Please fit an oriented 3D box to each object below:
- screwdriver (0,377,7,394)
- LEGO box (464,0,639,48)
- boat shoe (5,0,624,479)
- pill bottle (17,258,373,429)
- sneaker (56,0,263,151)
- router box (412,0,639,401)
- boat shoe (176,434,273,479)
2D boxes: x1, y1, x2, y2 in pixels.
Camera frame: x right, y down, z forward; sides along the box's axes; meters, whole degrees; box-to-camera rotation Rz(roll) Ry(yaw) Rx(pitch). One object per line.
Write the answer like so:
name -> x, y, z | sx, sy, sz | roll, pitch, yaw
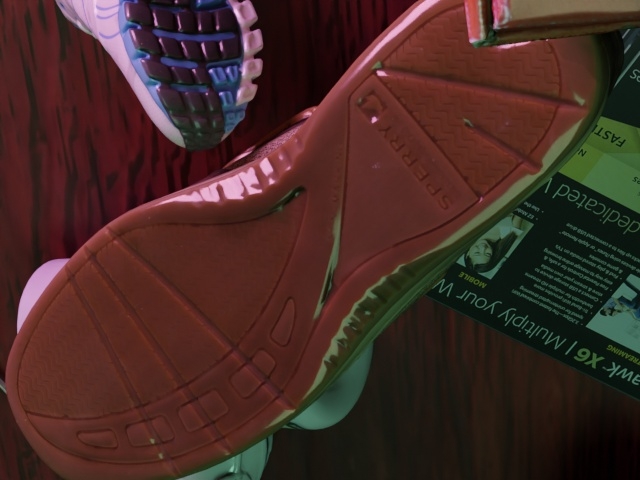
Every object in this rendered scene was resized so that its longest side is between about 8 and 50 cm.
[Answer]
screwdriver -> -0.205, 0.083, 1.044 | 0.025, 0.024, 0.170 | -36, 121, -6
LEGO box -> 0.216, -0.330, 0.522 | 0.372, 0.193, 0.500 | -2, 109, 8
boat shoe -> 0.000, 0.000, 0.801 | 0.342, 0.123, 0.123 | -41, 81, 21
pill bottle -> -0.071, 0.048, 0.938 | 0.184, 0.103, 0.103 | 1, 128, 28
sneaker -> -0.089, -0.114, 0.814 | 0.071, 0.190, 0.083 | 0, 147, -37
router box -> 0.182, -0.042, 0.876 | 0.309, 0.081, 0.243 | 27, 123, -13
boat shoe -> -0.076, 0.161, 1.052 | 0.083, 0.076, 0.226 | 7, 126, 1
